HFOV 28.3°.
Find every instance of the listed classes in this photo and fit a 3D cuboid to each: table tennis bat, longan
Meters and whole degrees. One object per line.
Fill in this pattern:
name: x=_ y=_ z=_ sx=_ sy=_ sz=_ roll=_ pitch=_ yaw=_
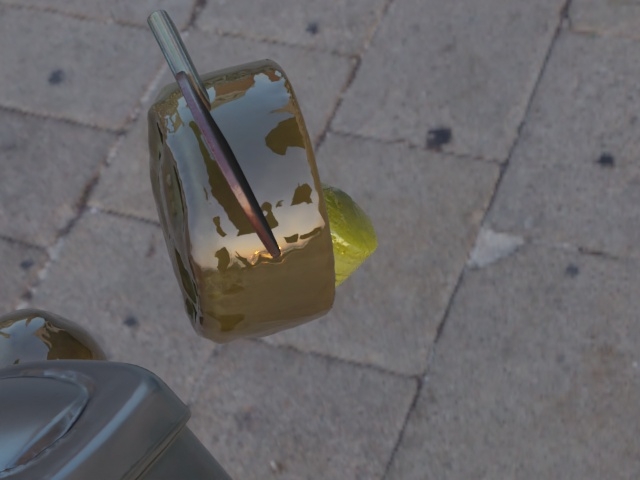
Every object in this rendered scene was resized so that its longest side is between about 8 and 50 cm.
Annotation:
table tennis bat: x=-0.096 y=-0.100 z=1.102 sx=0.021 sy=0.154 sz=0.274 roll=-28 pitch=58 yaw=1
longan: x=-0.309 y=0.154 z=1.379 sx=0.167 sy=0.187 sz=0.167 roll=4 pitch=68 yaw=-9

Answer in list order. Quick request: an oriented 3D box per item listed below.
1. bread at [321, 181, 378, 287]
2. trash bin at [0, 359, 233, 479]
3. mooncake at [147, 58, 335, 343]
bread: x=0.000 y=0.000 z=1.503 sx=0.114 sy=0.129 sz=0.111 roll=-51 pitch=49 yaw=24
trash bin: x=-0.075 y=0.157 z=0.444 sx=0.236 sy=0.176 sz=0.101 roll=49 pitch=34 yaw=-4
mooncake: x=-0.090 y=-0.038 z=1.315 sx=0.155 sy=0.284 sz=0.284 roll=-11 pitch=51 yaw=-12
